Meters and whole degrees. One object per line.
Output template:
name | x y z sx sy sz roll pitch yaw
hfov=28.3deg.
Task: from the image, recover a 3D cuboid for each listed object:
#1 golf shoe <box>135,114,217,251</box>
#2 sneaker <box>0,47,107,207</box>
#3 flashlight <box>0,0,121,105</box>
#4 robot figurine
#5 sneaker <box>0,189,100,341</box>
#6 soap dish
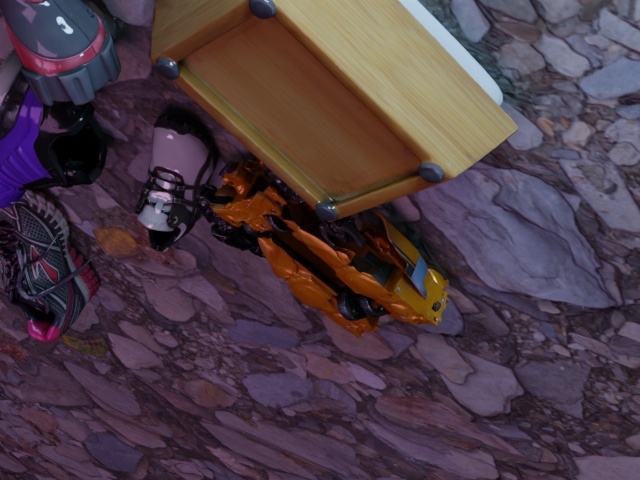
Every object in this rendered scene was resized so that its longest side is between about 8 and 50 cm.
golf shoe | -0.168 -0.059 1.449 0.077 0.094 0.198 21 148 13
sneaker | -0.331 -0.098 1.506 0.146 0.102 0.293 28 150 -4
flashlight | -0.282 -0.266 1.215 0.103 0.103 0.304 -18 139 -3
robot figurine | 0.000 0.000 1.414 0.291 0.085 0.211 43 146 -26
sneaker | -0.398 0.023 1.740 0.120 0.112 0.299 9 145 28
soap dish | 0.001 -0.148 1.150 0.291 0.118 0.229 42 147 -22
